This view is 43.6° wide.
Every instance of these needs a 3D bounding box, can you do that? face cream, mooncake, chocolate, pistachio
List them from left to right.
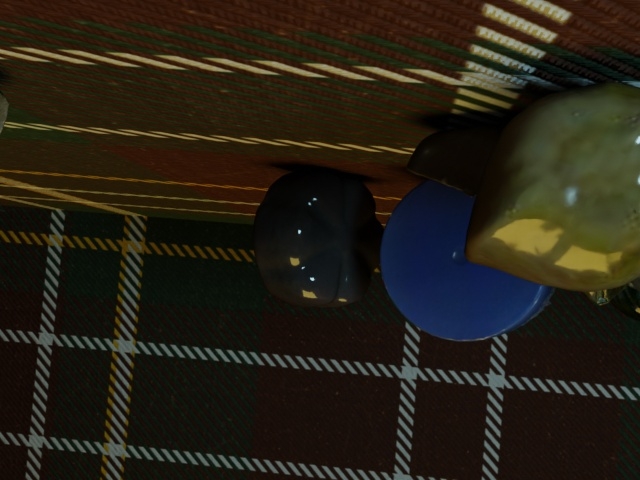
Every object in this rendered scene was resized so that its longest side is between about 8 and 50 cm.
[{"bbox_3d":[0.000,0.000,1.321,0.245,0.244,0.133,7,175,-45],"label":"mooncake"},{"bbox_3d":[0.241,0.026,1.230,0.249,0.249,0.225,4,180,24],"label":"face cream"},{"bbox_3d":[0.215,-0.076,0.865,0.161,0.083,0.261,25,-169,41],"label":"chocolate"},{"bbox_3d":[0.227,-0.038,0.673,0.213,0.162,0.260,-24,167,23],"label":"pistachio"}]

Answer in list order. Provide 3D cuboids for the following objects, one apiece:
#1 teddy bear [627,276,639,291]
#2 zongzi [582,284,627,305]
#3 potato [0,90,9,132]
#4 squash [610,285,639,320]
[{"bbox_3d":[0.426,0.009,0.899,0.171,0.251,0.144,19,176,1],"label":"teddy bear"},{"bbox_3d":[0.410,-0.039,1.360,0.111,0.241,0.248,-32,-139,-22],"label":"zongzi"},{"bbox_3d":[-0.364,-0.142,0.712,0.120,0.100,0.261,43,-170,-6],"label":"potato"},{"bbox_3d":[0.601,0.045,1.427,0.218,0.172,0.218,-34,-164,11],"label":"squash"}]
